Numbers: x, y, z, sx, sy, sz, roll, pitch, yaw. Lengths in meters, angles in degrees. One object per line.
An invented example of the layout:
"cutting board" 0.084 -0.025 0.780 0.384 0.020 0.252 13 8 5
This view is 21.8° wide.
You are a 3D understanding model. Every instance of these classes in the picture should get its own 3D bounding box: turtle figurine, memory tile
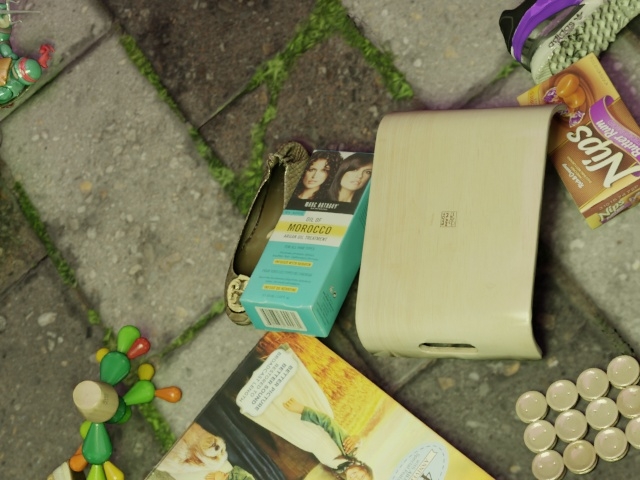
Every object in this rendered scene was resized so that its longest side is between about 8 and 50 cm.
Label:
"turtle figurine" -0.474 -0.235 2.362 0.234 0.118 0.175 -15 43 37
"memory tile" 0.293 0.198 1.827 0.148 0.012 0.113 -22 58 14

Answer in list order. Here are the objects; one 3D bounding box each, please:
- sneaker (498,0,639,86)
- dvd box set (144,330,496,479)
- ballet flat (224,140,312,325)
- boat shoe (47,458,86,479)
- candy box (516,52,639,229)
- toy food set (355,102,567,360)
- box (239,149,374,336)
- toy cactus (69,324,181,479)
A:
"sneaker" 0.334 -0.326 2.017 0.293 0.102 0.146 -41 54 2
"dvd box set" 0.007 0.313 1.879 0.420 0.062 0.307 37 85 35
"ballet flat" -0.069 -0.014 2.084 0.084 0.058 0.250 9 70 30
"boat shoe" -0.306 0.334 2.034 0.045 0.050 0.135 -29 46 14
"candy box" 0.319 -0.117 1.950 0.109 0.053 0.186 -30 55 10
"toy food set" 0.170 -0.013 1.946 0.220 0.092 0.306 0 77 29
"box" 0.000 0.000 2.003 0.100 0.060 0.244 5 52 28
"toy cactus" -0.250 0.206 1.999 0.112 0.180 0.219 20 79 12
